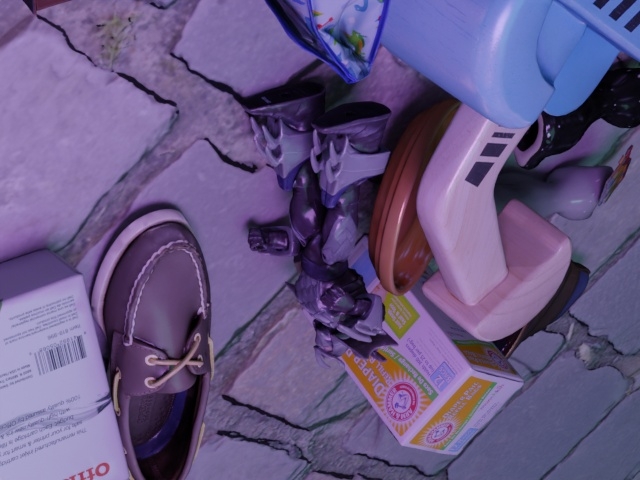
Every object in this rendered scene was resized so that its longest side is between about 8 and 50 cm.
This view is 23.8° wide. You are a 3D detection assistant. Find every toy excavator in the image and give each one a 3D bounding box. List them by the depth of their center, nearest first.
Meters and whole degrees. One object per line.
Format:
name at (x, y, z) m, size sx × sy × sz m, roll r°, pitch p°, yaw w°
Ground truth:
toy excavator at (0.153, -0.148, 1.271) m, size 0.433 × 0.222 × 0.445 m, roll 21°, pitch 106°, yaw -52°

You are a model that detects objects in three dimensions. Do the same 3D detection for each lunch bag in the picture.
lunch bag at (-0.005, -0.212, 1.186) m, size 0.096 × 0.129 × 0.151 m, roll -25°, pitch 145°, yaw -11°

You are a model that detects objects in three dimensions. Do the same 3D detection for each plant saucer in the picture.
plant saucer at (0.094, -0.045, 1.470) m, size 0.200 × 0.037 × 0.200 m, roll -57°, pitch 159°, yaw -35°

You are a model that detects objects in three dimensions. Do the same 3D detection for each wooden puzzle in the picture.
wooden puzzle at (0.318, -0.066, 1.641) m, size 0.049 × 0.006 × 0.083 m, roll -50°, pitch 163°, yaw -22°

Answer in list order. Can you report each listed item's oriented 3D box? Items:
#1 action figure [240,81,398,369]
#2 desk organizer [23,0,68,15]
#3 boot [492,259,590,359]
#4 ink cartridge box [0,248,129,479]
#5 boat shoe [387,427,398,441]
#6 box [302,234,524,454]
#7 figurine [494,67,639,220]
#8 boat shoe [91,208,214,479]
action figure at (0.000, 0.000, 1.395) m, size 0.099 × 0.185 × 0.285 m, roll -25°, pitch 127°, yaw -33°
desk organizer at (-0.193, -0.230, 1.072) m, size 0.050 × 0.047 × 0.130 m, roll -23°, pitch 142°, yaw -25°
boot at (0.234, 0.103, 1.788) m, size 0.106 × 0.082 × 0.219 m, roll 12°, pitch 119°, yaw -45°
ink cartridge box at (-0.265, 0.133, 1.307) m, size 0.153 × 0.087 × 0.208 m, roll -20°, pitch 115°, yaw -25°
boat shoe at (0.107, 0.177, 1.779) m, size 0.059 × 0.063 × 0.170 m, roll -29°, pitch 153°, yaw -17°
box at (0.093, 0.108, 1.561) m, size 0.103 × 0.203 × 0.114 m, roll 18°, pitch 116°, yaw -50°
figurine at (0.252, -0.086, 1.599) m, size 0.209 × 0.092 × 0.215 m, roll -14°, pitch 139°, yaw -37°
boat shoe at (-0.152, 0.113, 1.441) m, size 0.116 × 0.097 × 0.324 m, roll -16°, pitch 139°, yaw -29°
